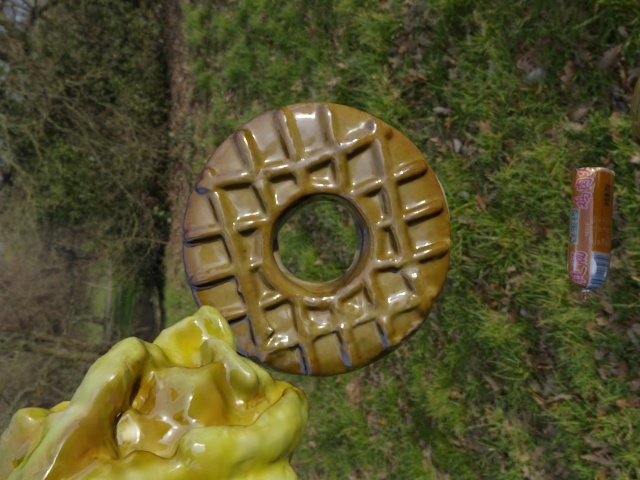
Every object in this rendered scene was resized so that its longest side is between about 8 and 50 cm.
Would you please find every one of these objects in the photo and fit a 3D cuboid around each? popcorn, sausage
[{"bbox_3d":[-0.121,0.182,0.369,0.259,0.212,0.259,2,94,35],"label":"popcorn"},{"bbox_3d":[0.485,-0.011,0.963,0.071,0.071,0.234,-7,73,59],"label":"sausage"}]

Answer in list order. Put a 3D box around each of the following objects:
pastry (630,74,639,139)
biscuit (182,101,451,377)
[{"bbox_3d":[0.561,-0.155,0.667,0.316,0.284,0.184,51,146,12],"label":"pastry"},{"bbox_3d":[0.000,0.000,0.639,0.103,0.332,0.332,-138,64,-82],"label":"biscuit"}]
